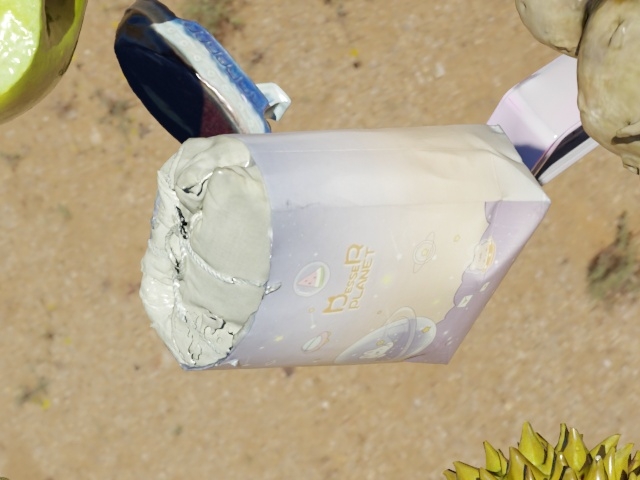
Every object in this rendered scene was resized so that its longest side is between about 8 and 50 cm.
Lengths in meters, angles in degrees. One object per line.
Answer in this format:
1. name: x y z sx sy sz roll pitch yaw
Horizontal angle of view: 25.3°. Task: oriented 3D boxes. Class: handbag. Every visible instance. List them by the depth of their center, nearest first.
1. handbag: 0.000 0.000 0.611 0.095 0.173 0.117 58 135 36

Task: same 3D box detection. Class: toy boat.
1. toy boat: -0.121 -0.172 1.569 0.262 0.115 0.114 43 135 4

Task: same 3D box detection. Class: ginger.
1. ginger: 0.155 -0.078 0.620 0.204 0.080 0.104 53 136 48

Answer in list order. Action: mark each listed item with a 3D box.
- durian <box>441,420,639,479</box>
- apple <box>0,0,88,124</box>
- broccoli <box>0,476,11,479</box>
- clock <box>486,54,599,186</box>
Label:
1. durian: 0.078 0.094 0.370 0.208 0.146 0.102 -27 58 54
2. apple: -0.279 -0.186 0.993 0.226 0.246 0.246 21 125 4
3. broccoli: -0.331 0.166 0.810 0.293 0.281 0.348 -47 75 17
4. clock: 0.233 -0.121 1.320 0.063 0.197 0.150 50 152 12
